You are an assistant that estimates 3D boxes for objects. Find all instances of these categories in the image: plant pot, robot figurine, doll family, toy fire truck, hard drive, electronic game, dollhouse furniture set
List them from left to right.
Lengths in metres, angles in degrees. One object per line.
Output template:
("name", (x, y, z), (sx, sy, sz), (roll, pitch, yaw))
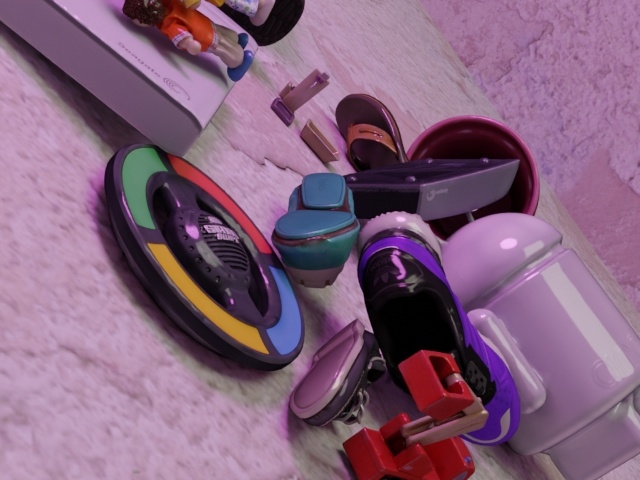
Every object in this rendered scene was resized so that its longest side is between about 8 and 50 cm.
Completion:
("hard drive", (-0.184, -0.217, 1.123), (0.233, 0.047, 0.353), (39, 20, -10))
("doll family", (-0.140, -0.283, 1.094), (0.163, 0.118, 0.263), (24, 26, -41))
("electronic game", (-0.093, 0.011, 0.957), (0.229, 0.048, 0.229), (44, 20, -20))
("dollhouse furniture set", (0.007, -0.170, 1.496), (0.114, 0.081, 0.091), (48, 18, -11))
("hard drive", (0.126, -0.066, 1.416), (0.255, 0.172, 0.054), (-17, 106, -54))
("toy fire truck", (0.095, 0.165, 0.979), (0.192, 0.135, 0.047), (28, 30, -51))
("plant pot", (0.222, -0.065, 1.676), (0.201, 0.201, 0.180), (56, 3, 13))
("robot figurine", (0.253, 0.113, 1.358), (0.353, 0.200, 0.300), (54, 22, 8))

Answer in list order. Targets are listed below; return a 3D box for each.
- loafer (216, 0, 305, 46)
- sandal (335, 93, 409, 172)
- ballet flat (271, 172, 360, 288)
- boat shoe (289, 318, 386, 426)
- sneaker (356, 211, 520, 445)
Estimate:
("loafer", (-0.176, -0.370, 1.401), (0.366, 0.134, 0.130), (38, 10, -44))
("sandal", (0.072, -0.119, 1.592), (0.060, 0.090, 0.219), (1, 57, -40))
("ballet flat", (0.000, 0.000, 1.146), (0.247, 0.083, 0.087), (-75, 164, -73))
("boat shoe", (0.026, 0.124, 0.992), (0.065, 0.075, 0.206), (51, 12, -3))
("sneaker", (0.116, 0.124, 1.127), (0.293, 0.102, 0.146), (57, 17, -27))
